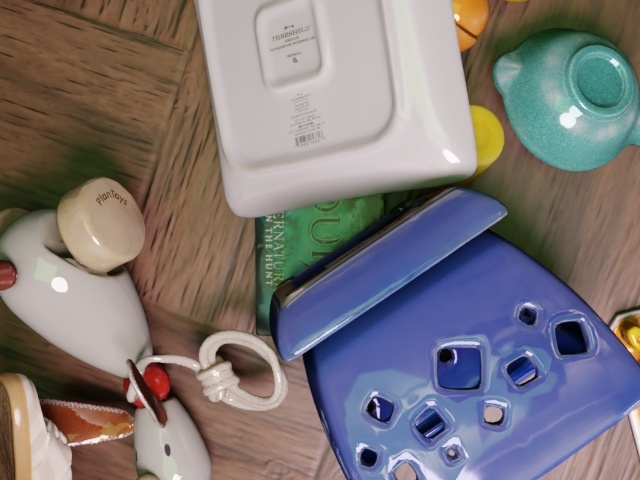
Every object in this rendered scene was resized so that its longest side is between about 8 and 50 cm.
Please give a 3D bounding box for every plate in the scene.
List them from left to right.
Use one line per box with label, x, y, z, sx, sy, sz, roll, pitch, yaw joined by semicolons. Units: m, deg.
plate;-0.013;-0.168;0.792;0.277;0.045;0.278;-8;93;40

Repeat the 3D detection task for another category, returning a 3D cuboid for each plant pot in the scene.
plant pot;0.087;0.087;0.773;0.236;0.236;0.212;-34;92;-3

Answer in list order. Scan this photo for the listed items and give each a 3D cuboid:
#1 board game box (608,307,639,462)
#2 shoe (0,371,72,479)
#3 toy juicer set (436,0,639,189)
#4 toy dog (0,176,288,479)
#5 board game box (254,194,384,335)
board game box;0.506;0.211;0.853;0.390;0.050;0.390;-15;93;6
shoe;-0.257;0.199;0.829;0.076;0.058;0.219;38;134;37
toy juicer set;0.223;-0.166;0.835;0.329;0.089;0.209;-9;83;-18
toy dog;-0.211;0.102;0.837;0.334;0.161;0.220;48;122;3
board game box;0.000;0.000;0.891;0.126;0.026;0.186;0;95;5
